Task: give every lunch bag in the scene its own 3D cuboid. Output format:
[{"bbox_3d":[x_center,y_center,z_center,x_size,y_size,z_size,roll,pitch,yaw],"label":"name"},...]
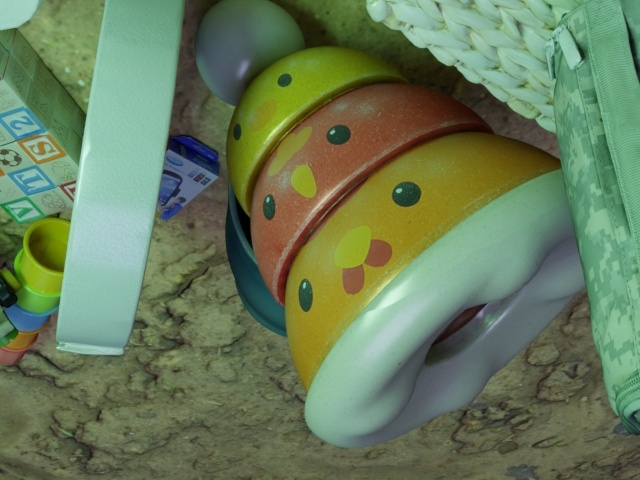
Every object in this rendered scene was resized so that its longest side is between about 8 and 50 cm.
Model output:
[{"bbox_3d":[0.275,-0.011,0.631,0.256,0.305,0.212,20,146,-38],"label":"lunch bag"}]

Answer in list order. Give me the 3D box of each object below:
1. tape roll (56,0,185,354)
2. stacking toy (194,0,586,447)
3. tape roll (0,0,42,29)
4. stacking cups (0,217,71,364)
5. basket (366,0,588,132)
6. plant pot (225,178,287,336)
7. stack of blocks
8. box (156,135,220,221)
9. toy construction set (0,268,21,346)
[{"bbox_3d":[-0.201,-0.084,0.955,0.072,0.392,0.392,8,141,-14],"label":"tape roll"},{"bbox_3d":[0.016,-0.069,0.954,0.351,0.480,0.350,-32,154,-18],"label":"stacking toy"},{"bbox_3d":[-0.347,-0.307,0.809,0.286,0.100,0.286,19,159,8],"label":"tape roll"},{"bbox_3d":[-0.423,0.094,1.408,0.096,0.096,0.316,16,139,-21],"label":"stacking cups"},{"bbox_3d":[0.223,-0.294,0.766,0.328,0.331,0.266,25,139,-31],"label":"basket"},{"bbox_3d":[0.000,0.000,1.193,0.272,0.271,0.255,8,156,-12],"label":"plant pot"},{"bbox_3d":[-0.394,-0.147,1.109,0.171,0.087,0.297,-15,140,16],"label":"stack of blocks"},{"bbox_3d":[-0.195,-0.082,1.247,0.081,0.028,0.136,28,134,-32],"label":"box"},{"bbox_3d":[-0.550,0.086,1.270,0.309,0.257,0.237,-3,136,40],"label":"toy construction set"}]
